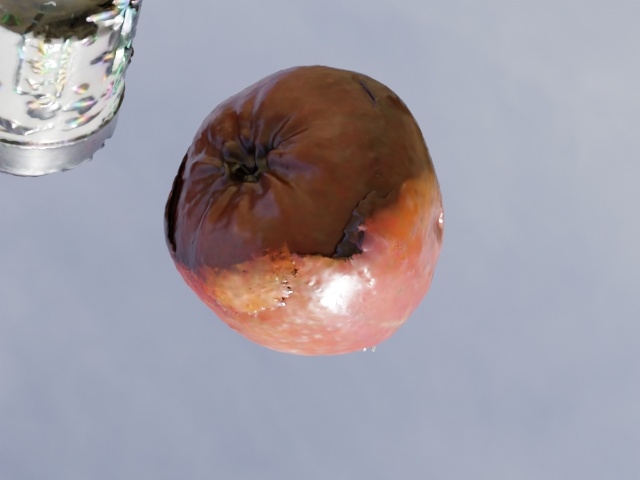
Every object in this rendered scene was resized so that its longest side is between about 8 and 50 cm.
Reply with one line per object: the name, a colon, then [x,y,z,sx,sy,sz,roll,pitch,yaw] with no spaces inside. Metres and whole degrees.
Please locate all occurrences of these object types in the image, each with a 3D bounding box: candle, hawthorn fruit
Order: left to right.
candle: [-0.253,-0.215,1.832,0.187,0.330,0.187,9,-130,-10]
hawthorn fruit: [0.000,0.000,1.883,0.307,0.276,0.276,59,-170,-47]
